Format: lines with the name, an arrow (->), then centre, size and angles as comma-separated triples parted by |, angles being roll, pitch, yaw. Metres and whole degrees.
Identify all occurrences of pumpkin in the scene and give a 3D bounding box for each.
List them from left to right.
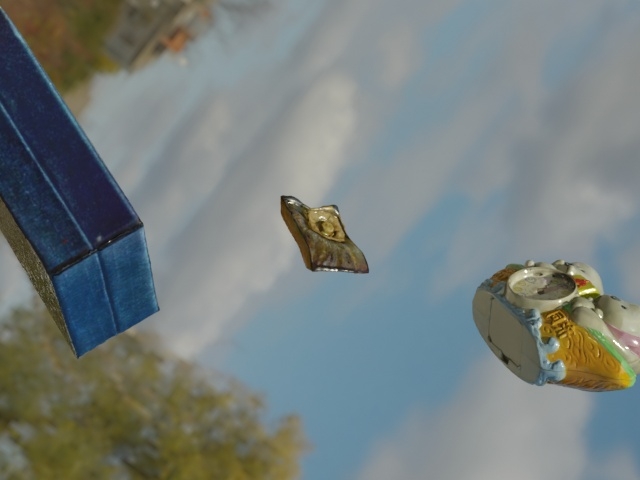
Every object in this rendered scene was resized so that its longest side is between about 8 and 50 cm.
pumpkin -> -0.001, 0.001, 1.912 | 0.035, 0.073, 0.101 | -51, -134, 34

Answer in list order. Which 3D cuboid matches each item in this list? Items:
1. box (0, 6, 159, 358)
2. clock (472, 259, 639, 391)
box -> -0.281, -0.055, 1.886 | 0.116, 0.279, 0.261 | -32, 164, -11
clock -> 0.252, 0.085, 1.906 | 0.231, 0.144, 0.103 | -131, -146, -52
